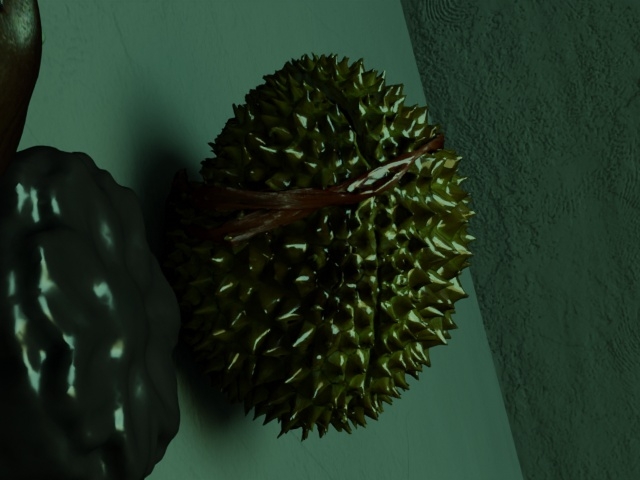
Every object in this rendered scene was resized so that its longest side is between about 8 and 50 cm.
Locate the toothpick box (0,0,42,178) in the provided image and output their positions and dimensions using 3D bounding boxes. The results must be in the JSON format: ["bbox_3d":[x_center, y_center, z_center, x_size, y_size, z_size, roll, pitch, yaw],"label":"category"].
[{"bbox_3d":[-0.281,-0.083,0.683,0.192,0.294,0.192,-16,90,-71],"label":"toothpick box"}]

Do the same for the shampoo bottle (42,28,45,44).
[{"bbox_3d":[-0.306,-0.257,1.094,0.085,0.085,0.262,-65,136,-63],"label":"shampoo bottle"}]

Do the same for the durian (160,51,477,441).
[{"bbox_3d":[-0.001,0.001,1.441,0.347,0.347,0.384,-29,134,-71],"label":"durian"}]

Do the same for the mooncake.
[{"bbox_3d":[-0.198,0.068,1.058,0.283,0.141,0.283,-13,90,-73],"label":"mooncake"}]
